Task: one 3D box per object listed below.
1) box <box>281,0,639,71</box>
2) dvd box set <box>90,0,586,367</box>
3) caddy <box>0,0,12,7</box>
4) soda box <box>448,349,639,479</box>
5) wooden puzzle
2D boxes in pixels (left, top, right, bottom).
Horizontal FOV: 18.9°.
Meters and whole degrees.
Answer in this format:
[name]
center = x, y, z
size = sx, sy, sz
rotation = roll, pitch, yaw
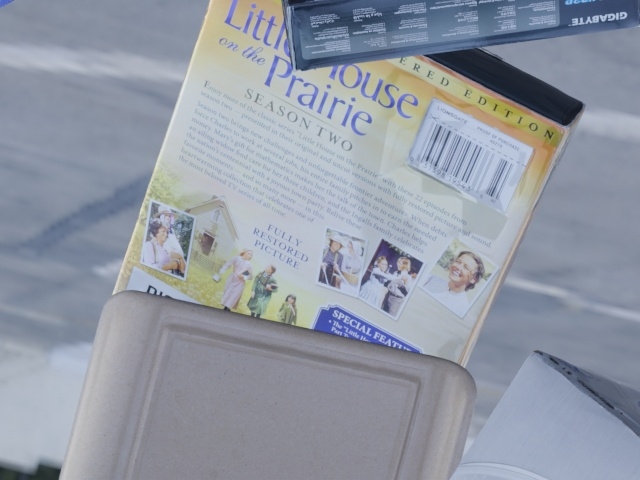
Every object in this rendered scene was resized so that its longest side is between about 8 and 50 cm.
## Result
[box]
center = 0.081, -0.186, 1.223
size = 0.220, 0.051, 0.175
rotation = -8, -143, -1
[dvd box set]
center = 0.000, 0.000, 1.587
size = 0.307, 0.420, 0.062
rotation = 27, -148, 11
[caddy]
center = -0.248, -0.204, 0.747
size = 0.179, 0.341, 0.241
rotation = -23, 165, 5
[soda box]
center = 0.059, 0.189, 0.728
size = 0.098, 0.286, 0.091
rotation = 22, -166, -47
[wooden puzzle]
center = -0.041, 0.158, 1.168
size = 0.238, 0.221, 0.044
rotation = 14, -178, -17
